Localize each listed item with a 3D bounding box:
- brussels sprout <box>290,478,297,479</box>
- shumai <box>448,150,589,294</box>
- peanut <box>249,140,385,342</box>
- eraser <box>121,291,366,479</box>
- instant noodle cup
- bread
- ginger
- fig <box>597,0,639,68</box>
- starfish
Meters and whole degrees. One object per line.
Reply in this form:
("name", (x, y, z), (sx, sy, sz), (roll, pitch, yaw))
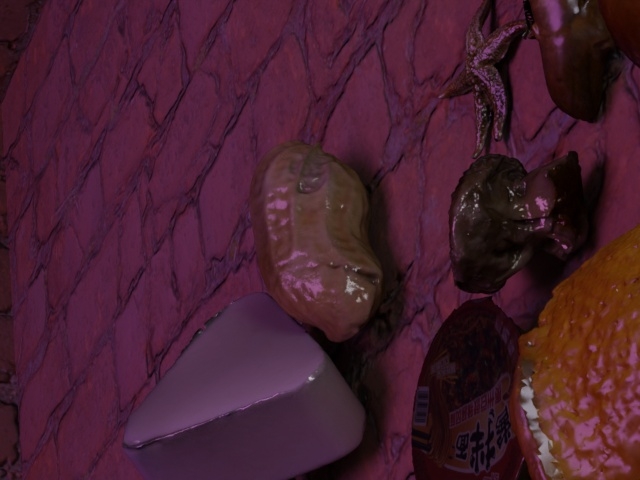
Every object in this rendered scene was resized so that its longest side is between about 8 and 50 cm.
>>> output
("brussels sprout", (-0.074, 0.392, 2.439), (0.122, 0.151, 0.149), (23, 139, 60))
("shumai", (0.226, -0.021, 1.961), (0.153, 0.209, 0.161), (-3, 88, 20))
("peanut", (-0.005, 0.002, 2.422), (0.158, 0.174, 0.340), (72, -171, -58))
("eraser", (-0.122, 0.243, 2.419), (0.150, 0.331, 0.331), (60, 170, -26))
("instant noodle cup", (0.203, 0.205, 1.983), (0.274, 0.090, 0.274), (-34, 52, 58))
("bread", (0.345, 0.155, 1.388), (0.215, 0.398, 0.398), (-53, 37, 38))
("ginger", (0.259, -0.292, 1.978), (0.133, 0.107, 0.309), (-36, 61, 20))
("fig", (0.363, -0.252, 1.622), (0.224, 0.263, 0.224), (32, 142, 29))
("starfish", (0.202, -0.213, 2.189), (0.217, 0.050, 0.223), (134, 143, -63))
